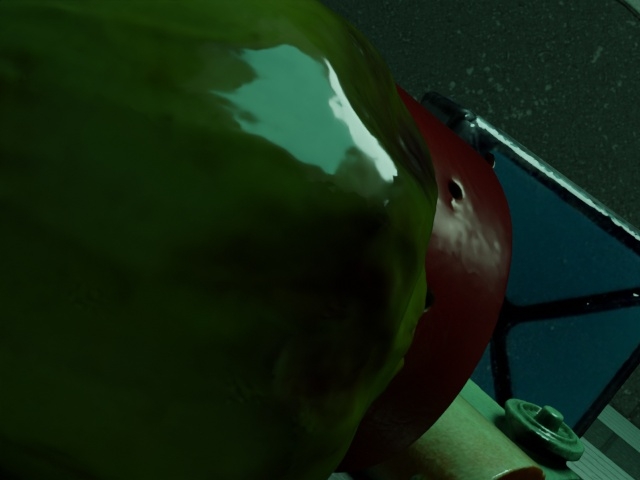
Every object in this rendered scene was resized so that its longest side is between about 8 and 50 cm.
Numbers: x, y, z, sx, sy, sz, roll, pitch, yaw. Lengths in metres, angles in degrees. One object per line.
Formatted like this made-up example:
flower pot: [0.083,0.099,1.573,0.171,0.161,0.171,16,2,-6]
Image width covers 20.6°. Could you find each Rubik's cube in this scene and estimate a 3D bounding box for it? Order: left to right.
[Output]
Rubik's cube: [0.134,0.043,1.541,0.260,0.259,0.255,34,5,-6]

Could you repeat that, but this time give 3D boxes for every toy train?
toy train: [0.057,0.118,1.251,0.285,0.116,0.177,43,20,32]

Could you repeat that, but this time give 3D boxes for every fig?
fig: [-0.087,-0.009,0.725,0.271,0.239,0.239,26,6,0]

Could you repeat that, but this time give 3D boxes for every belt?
belt: [0.000,0.000,1.121,0.115,0.227,0.324,38,16,-28]
